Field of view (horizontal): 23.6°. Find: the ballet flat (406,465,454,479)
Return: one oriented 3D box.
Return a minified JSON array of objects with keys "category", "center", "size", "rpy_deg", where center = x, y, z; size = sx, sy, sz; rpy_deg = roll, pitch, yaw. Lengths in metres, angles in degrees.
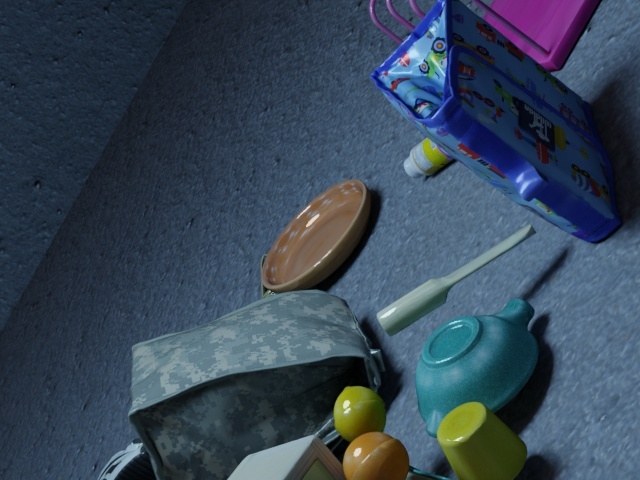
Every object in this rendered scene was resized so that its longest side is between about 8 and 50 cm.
[{"category":"ballet flat","center":[0.087,0.245,1.487],"size":[0.052,0.057,0.168],"rpy_deg":[-68,19,-7]}]

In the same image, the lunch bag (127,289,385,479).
[{"category":"lunch bag","center":[-0.068,0.174,1.797],"size":[0.287,0.169,0.235],"rpy_deg":[-21,16,-1]}]

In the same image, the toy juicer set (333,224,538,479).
[{"category":"toy juicer set","center":[0.119,0.138,1.502],"size":[0.209,0.089,0.329],"rpy_deg":[-23,28,29]}]

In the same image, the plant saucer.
[{"category":"plant saucer","center":[0.000,0.000,2.134],"size":[0.200,0.037,0.200],"rpy_deg":[-39,22,20]}]

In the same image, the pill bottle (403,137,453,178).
[{"category":"pill bottle","center":[0.145,-0.112,1.989],"size":[0.083,0.043,0.043],"rpy_deg":[-36,26,45]}]

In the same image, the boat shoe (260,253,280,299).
[{"category":"boat shoe","center":[-0.067,0.073,2.187],"size":[0.056,0.048,0.153],"rpy_deg":[-45,20,27]}]

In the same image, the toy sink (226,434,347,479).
[{"category":"toy sink","center":[-0.049,0.322,1.432],"size":[0.131,0.153,0.234],"rpy_deg":[-25,18,48]}]

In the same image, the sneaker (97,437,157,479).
[{"category":"sneaker","center":[-0.232,0.312,2.057],"size":[0.330,0.122,0.146],"rpy_deg":[-42,24,34]}]

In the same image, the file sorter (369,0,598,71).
[{"category":"file sorter","center":[0.217,-0.337,1.984],"size":[0.202,0.182,0.290],"rpy_deg":[-59,19,-12]}]

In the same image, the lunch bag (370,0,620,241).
[{"category":"lunch bag","center":[0.187,-0.107,1.586],"size":[0.138,0.221,0.293],"rpy_deg":[-49,19,17]}]
